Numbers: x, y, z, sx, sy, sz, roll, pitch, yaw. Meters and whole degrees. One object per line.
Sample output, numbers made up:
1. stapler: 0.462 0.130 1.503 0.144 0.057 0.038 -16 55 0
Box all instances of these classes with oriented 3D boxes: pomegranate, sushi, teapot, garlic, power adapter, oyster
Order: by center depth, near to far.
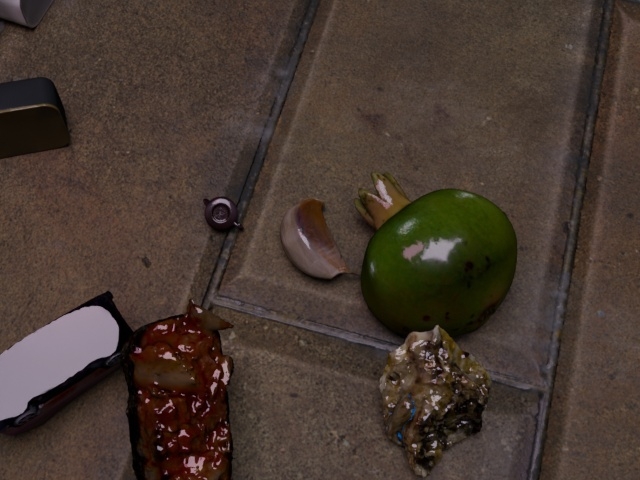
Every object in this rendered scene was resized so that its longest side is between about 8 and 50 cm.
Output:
1. sushi: -0.227 0.273 1.437 0.196 0.182 0.343 -4 86 -30
2. oyster: 0.197 0.277 1.505 0.214 0.083 0.223 -39 93 -1
3. pomegranate: 0.203 0.002 1.594 0.310 0.216 0.358 -33 72 -18
4. garlic: -0.002 0.009 1.665 0.128 0.090 0.198 -20 64 -33
5. teapot: -0.196 -0.053 1.709 0.100 0.045 0.068 37 92 -4
6. power adapter: -0.733 -0.607 1.912 0.255 0.124 0.187 19 65 7

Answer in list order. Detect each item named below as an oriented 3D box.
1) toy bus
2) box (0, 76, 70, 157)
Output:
1. toy bus: -0.470 0.226 1.510 0.302 0.147 0.127 -35 74 -16
2. box: -0.627 -0.252 1.737 0.201 0.144 0.090 -11 62 -6
